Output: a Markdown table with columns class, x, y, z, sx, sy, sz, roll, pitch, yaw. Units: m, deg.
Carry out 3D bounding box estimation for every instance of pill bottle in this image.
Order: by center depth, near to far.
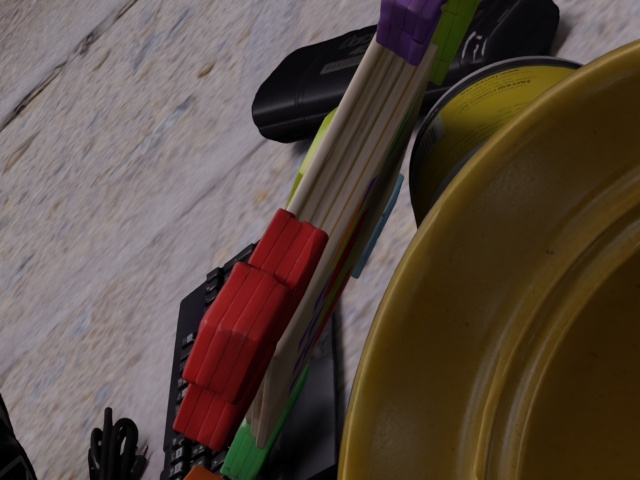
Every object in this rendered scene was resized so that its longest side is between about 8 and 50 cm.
| class | x | y | z | sx | sy | sz | roll | pitch | yaw |
| --- | --- | --- | --- | --- | --- | --- | --- | --- | --- |
| pill bottle | 0.090 | 0.009 | 0.667 | 0.103 | 0.103 | 0.184 | -43 | 22 | 18 |

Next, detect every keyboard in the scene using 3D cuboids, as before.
| class | x | y | z | sx | sy | sz | roll | pitch | yaw |
| --- | --- | --- | --- | --- | --- | --- | --- | --- | --- |
| keyboard | -0.067 | 0.111 | 0.925 | 0.201 | 0.033 | 0.317 | -43 | 21 | 20 |

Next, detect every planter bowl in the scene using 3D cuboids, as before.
| class | x | y | z | sx | sy | sz | roll | pitch | yaw |
| --- | --- | --- | --- | --- | --- | --- | --- | --- | --- |
| planter bowl | 0.112 | 0.061 | 0.435 | 0.217 | 0.090 | 0.217 | -18 | 63 | 42 |

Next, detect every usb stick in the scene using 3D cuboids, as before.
| class | x | y | z | sx | sy | sz | roll | pitch | yaw |
| --- | --- | --- | --- | --- | --- | --- | --- | --- | --- |
| usb stick | 0.041 | -0.099 | 1.039 | 0.077 | 0.045 | 0.278 | -50 | 19 | -20 |

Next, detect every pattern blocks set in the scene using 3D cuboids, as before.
| class | x | y | z | sx | sy | sz | roll | pitch | yaw |
| --- | --- | --- | --- | --- | --- | --- | --- | --- | --- |
| pattern blocks set | 0.000 | 0.000 | 0.698 | 0.285 | 0.026 | 0.325 | -62 | -5 | -25 |

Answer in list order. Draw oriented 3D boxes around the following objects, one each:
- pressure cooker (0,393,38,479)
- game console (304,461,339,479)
| class | x | y | z | sx | sy | sz | roll | pitch | yaw |
| --- | --- | --- | --- | --- | --- | --- | --- | --- | --- |
| pressure cooker | -0.337 | 0.212 | 0.830 | 0.375 | 0.370 | 0.420 | -48 | 17 | 18 |
| game console | -0.073 | 0.236 | 0.479 | 0.386 | 0.060 | 0.342 | -29 | 30 | 2 |
